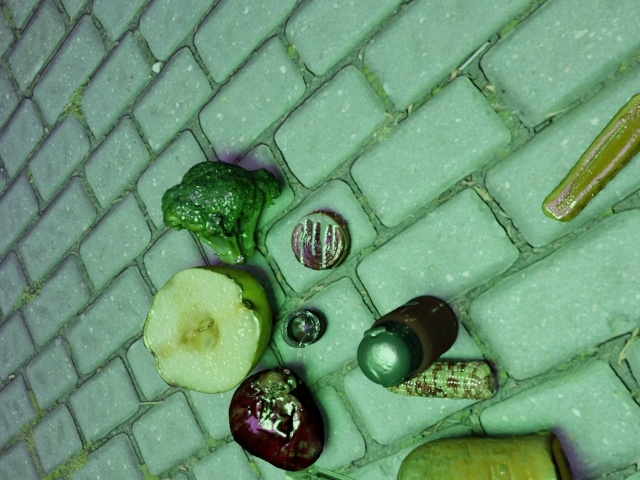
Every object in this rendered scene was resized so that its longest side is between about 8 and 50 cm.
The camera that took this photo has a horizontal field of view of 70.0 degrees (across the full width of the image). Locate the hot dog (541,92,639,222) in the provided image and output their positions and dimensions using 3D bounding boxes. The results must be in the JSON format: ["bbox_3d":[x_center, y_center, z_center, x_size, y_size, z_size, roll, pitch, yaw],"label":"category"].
[{"bbox_3d":[0.550,-0.156,0.897,0.088,0.061,0.286,48,113,22],"label":"hot dog"}]

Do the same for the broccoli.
[{"bbox_3d":[-0.260,-0.078,1.231,0.321,0.303,0.284,8,121,50],"label":"broccoli"}]

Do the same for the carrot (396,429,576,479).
[{"bbox_3d":[0.338,0.516,0.938,0.340,0.224,0.224,-21,82,25],"label":"carrot"}]

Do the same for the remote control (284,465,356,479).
[{"bbox_3d":[0.015,0.641,1.186,0.230,0.090,0.049,4,94,29],"label":"remote control"}]

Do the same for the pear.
[{"bbox_3d":[-0.286,0.233,1.278,0.386,0.191,0.340,-28,84,25],"label":"pear"}]

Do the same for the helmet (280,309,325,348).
[{"bbox_3d":[-0.038,0.231,1.214,0.123,0.070,0.098,-24,74,33],"label":"helmet"}]

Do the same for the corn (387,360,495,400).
[{"bbox_3d":[0.266,0.318,1.048,0.253,0.086,0.086,-9,87,31],"label":"corn"}]

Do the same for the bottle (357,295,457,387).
[{"bbox_3d":[0.178,0.205,0.949,0.143,0.336,0.144,1,91,29],"label":"bottle"}]

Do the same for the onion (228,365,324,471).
[{"bbox_3d":[-0.107,0.463,1.177,0.280,0.221,0.281,14,114,34],"label":"onion"}]

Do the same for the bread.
[{"bbox_3d":[0.000,0.000,1.186,0.160,0.073,0.161,1,92,29],"label":"bread"}]
